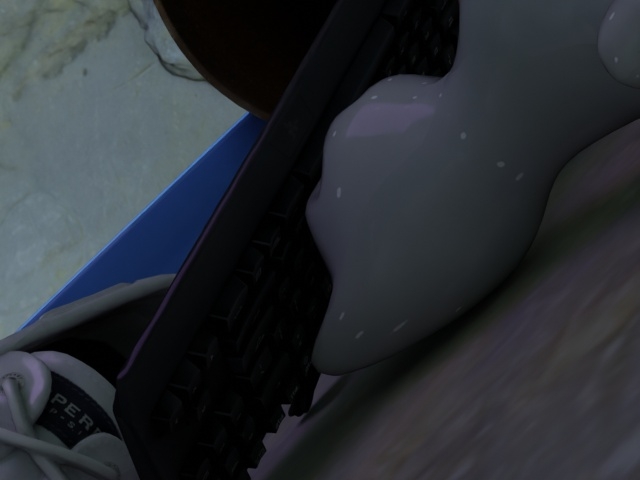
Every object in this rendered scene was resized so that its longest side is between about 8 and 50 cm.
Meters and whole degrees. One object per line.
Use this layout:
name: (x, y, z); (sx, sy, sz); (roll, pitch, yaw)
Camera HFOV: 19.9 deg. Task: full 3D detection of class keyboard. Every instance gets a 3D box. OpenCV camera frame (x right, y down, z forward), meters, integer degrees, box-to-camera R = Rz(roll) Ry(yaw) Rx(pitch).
keyboard: (0.000, 0.000, 0.505); (0.180, 0.023, 0.108); (-61, -21, -28)

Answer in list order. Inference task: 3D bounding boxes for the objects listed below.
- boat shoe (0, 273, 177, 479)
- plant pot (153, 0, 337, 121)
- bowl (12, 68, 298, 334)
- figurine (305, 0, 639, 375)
boat shoe: (-0.099, 0.071, 0.579); (0.084, 0.095, 0.258); (-46, 4, 24)
plant pot: (0.055, -0.168, 0.929); (0.215, 0.215, 0.230); (-42, -10, 23)
bowl: (-0.116, 0.049, 1.032); (0.391, 0.077, 0.391); (-43, 5, 5)
figurine: (0.084, -0.073, 0.458); (0.215, 0.092, 0.209); (-49, -1, -43)
